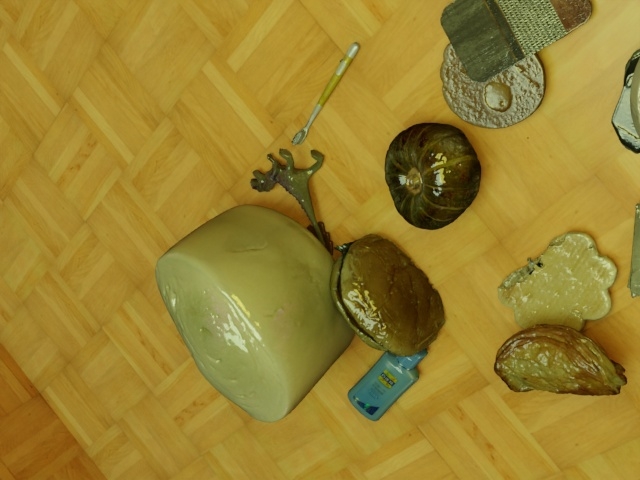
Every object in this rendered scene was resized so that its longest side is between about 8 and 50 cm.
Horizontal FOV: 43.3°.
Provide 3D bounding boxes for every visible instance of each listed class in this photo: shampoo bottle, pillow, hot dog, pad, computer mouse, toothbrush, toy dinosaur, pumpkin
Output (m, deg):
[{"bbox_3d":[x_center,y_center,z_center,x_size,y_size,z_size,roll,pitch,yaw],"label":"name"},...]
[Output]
[{"bbox_3d":[0.167,0.329,1.934,0.104,0.061,0.258,42,127,9],"label":"shampoo bottle"},{"bbox_3d":[0.638,0.019,1.484,0.134,0.078,0.181,6,111,27],"label":"pillow"},{"bbox_3d":[0.490,0.245,1.628,0.259,0.114,0.175,-8,136,43],"label":"hot dog"},{"bbox_3d":[0.375,-0.341,1.445,0.250,0.055,0.323,-29,65,27],"label":"pad"},{"bbox_3d":[0.578,-0.247,1.412,0.106,0.062,0.192,15,112,26],"label":"computer mouse"},{"bbox_3d":[0.008,-0.316,1.769,0.021,0.024,0.288,43,127,11],"label":"toothbrush"},{"bbox_3d":[-0.052,-0.120,1.879,0.251,0.072,0.200,31,131,9],"label":"toy dinosaur"},{"bbox_3d":[0.234,-0.139,1.631,0.219,0.162,0.219,21,116,53],"label":"pumpkin"}]

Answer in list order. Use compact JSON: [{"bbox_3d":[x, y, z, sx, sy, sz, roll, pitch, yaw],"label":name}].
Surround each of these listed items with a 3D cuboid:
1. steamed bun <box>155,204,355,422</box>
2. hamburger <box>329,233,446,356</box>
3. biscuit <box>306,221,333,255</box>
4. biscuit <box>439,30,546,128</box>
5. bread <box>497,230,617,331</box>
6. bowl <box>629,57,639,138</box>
[{"bbox_3d":[-0.134,0.144,1.842,0.290,0.371,0.456,-35,94,41],"label":"steamed bun"},{"bbox_3d":[0.132,0.132,1.778,0.309,0.211,0.132,53,133,0],"label":"hamburger"},{"bbox_3d":[0.000,0.000,1.921,0.092,0.016,0.082,45,124,9],"label":"biscuit"},{"bbox_3d":[0.332,-0.308,1.549,0.208,0.049,0.181,14,117,25],"label":"biscuit"},{"bbox_3d":[0.490,0.100,1.638,0.182,0.039,0.251,48,128,5],"label":"bread"},{"bbox_3d":[0.627,-0.244,1.291,0.287,0.144,0.287,0,105,-1],"label":"bowl"}]
